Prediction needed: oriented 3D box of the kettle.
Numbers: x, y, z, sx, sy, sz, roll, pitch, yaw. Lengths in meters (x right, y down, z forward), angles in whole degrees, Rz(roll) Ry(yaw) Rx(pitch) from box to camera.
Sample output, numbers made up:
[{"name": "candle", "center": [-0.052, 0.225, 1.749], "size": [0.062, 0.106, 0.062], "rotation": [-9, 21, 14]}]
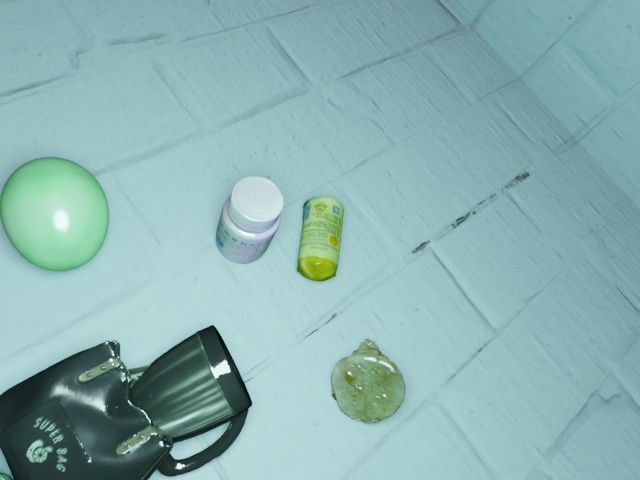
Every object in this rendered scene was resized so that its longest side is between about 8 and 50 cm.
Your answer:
[{"name": "kettle", "center": [-0.309, 0.352, 1.039], "size": [0.271, 0.251, 0.207], "rotation": [-25, 41, -13]}]

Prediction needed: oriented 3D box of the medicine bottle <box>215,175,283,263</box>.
[{"name": "medicine bottle", "center": [-0.185, -0.049, 1.212], "size": [0.152, 0.254, 0.152], "rotation": [7, 64, -15]}]

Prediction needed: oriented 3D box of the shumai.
[{"name": "shumai", "center": [0.126, 0.361, 1.214], "size": [0.201, 0.201, 0.120], "rotation": [48, 19, 7]}]

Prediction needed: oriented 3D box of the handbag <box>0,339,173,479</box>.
[{"name": "handbag", "center": [-0.459, 0.376, 0.905], "size": [0.288, 0.152, 0.342], "rotation": [-38, 75, -1]}]

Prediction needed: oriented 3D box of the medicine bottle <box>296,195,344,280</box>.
[{"name": "medicine bottle", "center": [0.000, 0.000, 1.335], "size": [0.124, 0.124, 0.239], "rotation": [13, 63, -13]}]

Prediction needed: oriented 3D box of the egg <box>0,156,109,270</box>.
[{"name": "egg", "center": [-0.611, -0.061, 1.088], "size": [0.220, 0.220, 0.269], "rotation": [-14, 83, -25]}]

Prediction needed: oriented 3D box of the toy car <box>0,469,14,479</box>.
[{"name": "toy car", "center": [-0.593, 0.528, 0.896], "size": [0.090, 0.076, 0.224], "rotation": [-45, 105, -28]}]
